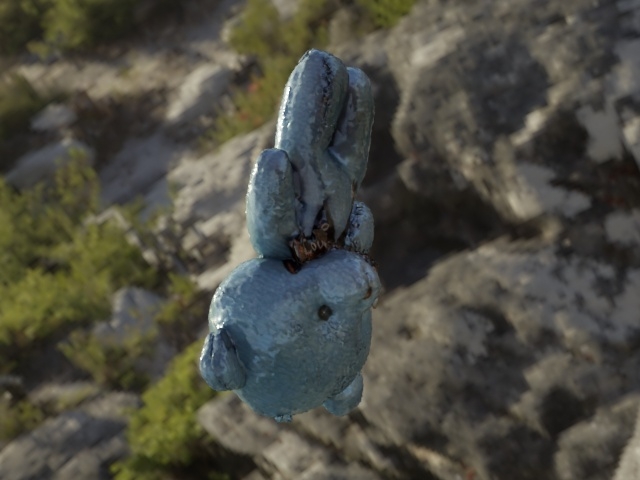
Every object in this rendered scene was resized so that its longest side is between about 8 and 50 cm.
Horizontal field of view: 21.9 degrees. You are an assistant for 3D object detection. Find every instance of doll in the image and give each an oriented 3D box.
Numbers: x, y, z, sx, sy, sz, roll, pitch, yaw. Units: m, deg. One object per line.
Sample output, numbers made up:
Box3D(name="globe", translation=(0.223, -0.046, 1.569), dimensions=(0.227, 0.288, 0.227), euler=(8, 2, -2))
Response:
Box3D(name="doll", translation=(0.003, 0.002, 0.808), dimensions=(0.075, 0.120, 0.179), euler=(17, 89, 40))
